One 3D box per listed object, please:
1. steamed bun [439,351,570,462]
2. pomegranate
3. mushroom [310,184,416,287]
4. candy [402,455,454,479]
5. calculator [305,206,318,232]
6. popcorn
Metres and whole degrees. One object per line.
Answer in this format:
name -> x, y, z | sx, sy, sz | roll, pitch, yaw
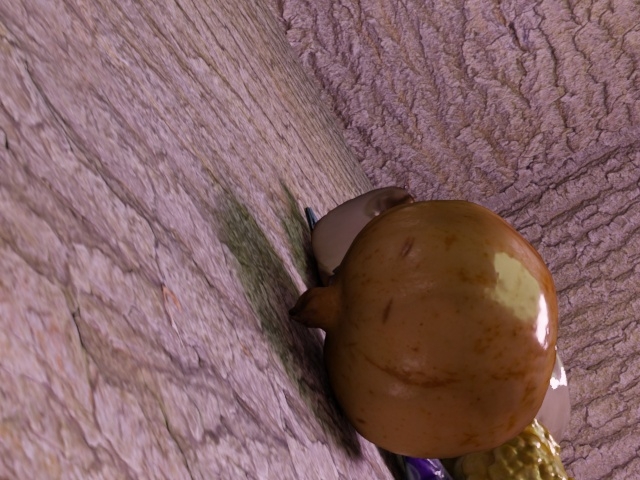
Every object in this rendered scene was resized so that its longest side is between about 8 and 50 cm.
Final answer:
steamed bun -> 0.322, 0.278, 1.906 | 0.367, 0.255, 0.342 | 126, -53, -73
pomegranate -> 0.131, 0.101, 1.303 | 0.342, 0.343, 0.342 | 62, 7, -14
mushroom -> 0.135, 0.137, 1.701 | 0.313, 0.224, 0.397 | -131, -162, -69
candy -> 0.172, 0.381, 1.530 | 0.275, 0.070, 0.145 | 64, 0, -7
calculator -> 0.000, 0.000, 1.834 | 0.172, 0.018, 0.057 | -107, 171, -56
popcorn -> 0.292, 0.372, 1.573 | 0.255, 0.195, 0.256 | 58, -9, -1
